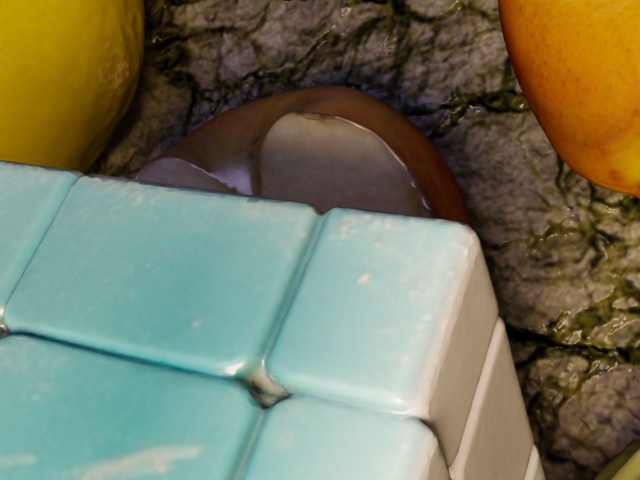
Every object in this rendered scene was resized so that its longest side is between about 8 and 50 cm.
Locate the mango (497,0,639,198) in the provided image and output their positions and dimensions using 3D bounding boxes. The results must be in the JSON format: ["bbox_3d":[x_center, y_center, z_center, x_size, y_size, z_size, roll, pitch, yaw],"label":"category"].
[{"bbox_3d":[0.230,-0.205,0.857,0.199,0.201,0.350,-6,71,-3],"label":"mango"}]

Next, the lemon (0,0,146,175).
[{"bbox_3d":[-0.324,-0.178,1.060,0.348,0.348,0.348,-4,82,27],"label":"lemon"}]

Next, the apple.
[{"bbox_3d":[0.000,0.000,0.954,0.293,0.163,0.251,-14,106,33],"label":"apple"}]

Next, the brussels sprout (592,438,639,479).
[{"bbox_3d":[0.293,0.312,0.654,0.425,0.342,0.361,45,119,64],"label":"brussels sprout"}]

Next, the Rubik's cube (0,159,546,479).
[{"bbox_3d":[-0.075,0.180,0.648,0.321,0.319,0.316,10,59,24],"label":"Rubik's cube"}]
